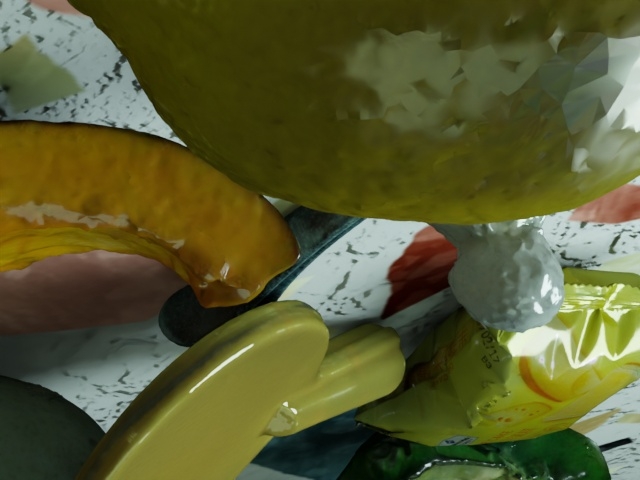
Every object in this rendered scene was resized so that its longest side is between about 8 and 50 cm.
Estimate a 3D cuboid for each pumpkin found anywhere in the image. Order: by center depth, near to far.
[{"bbox_3d":[-0.203,-0.001,0.827,0.290,0.095,0.258,8,158,-42],"label":"pumpkin"}]

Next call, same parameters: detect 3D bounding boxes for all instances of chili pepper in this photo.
[{"bbox_3d":[0.116,0.183,1.433,0.264,0.116,0.148,0,140,-32],"label":"chili pepper"}]

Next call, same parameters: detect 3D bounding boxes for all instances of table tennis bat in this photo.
[{"bbox_3d":[-0.041,0.107,1.086,0.321,0.050,0.198,-20,146,-56],"label":"table tennis bat"}]

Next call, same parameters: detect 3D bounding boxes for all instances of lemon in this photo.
[{"bbox_3d":[0.039,-0.102,0.623,0.260,0.204,0.204,-5,154,-21],"label":"lemon"}]

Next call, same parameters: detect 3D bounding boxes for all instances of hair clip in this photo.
[{"bbox_3d":[0.000,0.000,1.026,0.070,0.039,0.229,5,148,-44],"label":"hair clip"}]

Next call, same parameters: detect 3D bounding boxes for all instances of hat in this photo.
[{"bbox_3d":[0.076,-0.038,0.837,0.112,0.162,0.093,-16,160,12],"label":"hat"}]

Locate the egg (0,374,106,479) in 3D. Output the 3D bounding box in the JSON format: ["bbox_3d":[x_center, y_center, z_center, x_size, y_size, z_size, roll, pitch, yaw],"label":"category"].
[{"bbox_3d":[-0.236,0.169,1.093,0.236,0.169,0.169,-18,157,-7],"label":"egg"}]

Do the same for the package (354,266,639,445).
[{"bbox_3d":[0.136,0.081,1.217,0.168,0.090,0.226,-2,154,-26],"label":"package"}]
